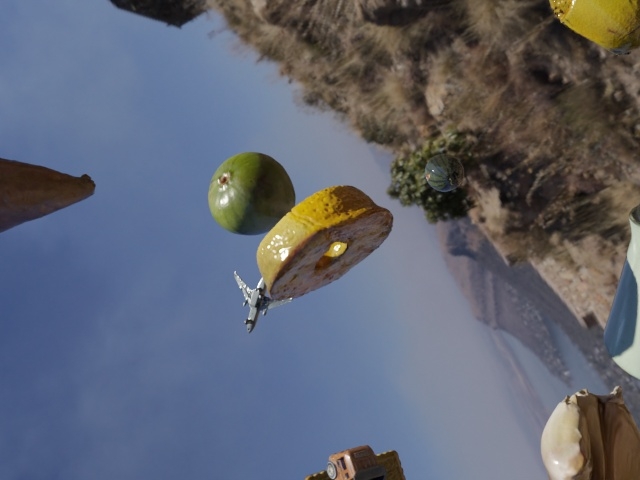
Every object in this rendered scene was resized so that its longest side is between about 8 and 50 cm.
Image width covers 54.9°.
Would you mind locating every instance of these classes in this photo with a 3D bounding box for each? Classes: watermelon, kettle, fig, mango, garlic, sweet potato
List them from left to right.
[{"bbox_3d":[-0.465,-0.053,0.789,0.131,0.337,0.131,180,90,-73],"label":"sweet potato"},{"bbox_3d":[-0.219,-0.149,2.135,0.316,0.316,0.316,60,-171,-15],"label":"fig"},{"bbox_3d":[0.348,-0.183,1.710,0.105,0.105,0.133,58,-174,-30],"label":"watermelon"},{"bbox_3d":[0.398,0.323,0.898,0.217,0.110,0.228,54,-137,-5],"label":"garlic"},{"bbox_3d":[0.632,-0.527,1.386,0.262,0.167,0.130,27,-169,2],"label":"mango"},{"bbox_3d":[0.788,0.093,1.236,0.250,0.361,0.376,-67,-26,-47],"label":"kettle"}]

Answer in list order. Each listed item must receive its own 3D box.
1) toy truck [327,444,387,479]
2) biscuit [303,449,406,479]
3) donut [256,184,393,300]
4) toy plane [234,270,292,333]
[{"bbox_3d":[0.086,0.504,1.213,0.083,0.092,0.192,-3,-119,-31],"label":"toy truck"},{"bbox_3d":[0.094,0.573,1.353,0.029,0.255,0.172,-37,63,54],"label":"biscuit"},{"bbox_3d":[0.000,0.000,1.273,0.110,0.303,0.303,56,-174,20],"label":"donut"},{"bbox_3d":[-0.178,0.165,1.808,0.226,0.226,0.058,20,175,30],"label":"toy plane"}]
